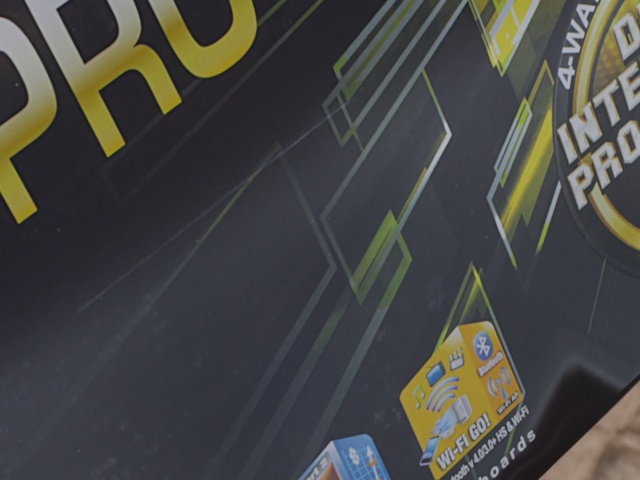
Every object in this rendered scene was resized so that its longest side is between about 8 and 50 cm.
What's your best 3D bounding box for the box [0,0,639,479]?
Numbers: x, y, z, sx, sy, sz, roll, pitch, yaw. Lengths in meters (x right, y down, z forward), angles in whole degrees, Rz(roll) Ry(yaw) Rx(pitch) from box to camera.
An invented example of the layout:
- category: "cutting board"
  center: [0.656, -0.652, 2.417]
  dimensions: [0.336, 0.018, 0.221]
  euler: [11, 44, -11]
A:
- category: "box"
  center: [-0.051, -0.047, 0.441]
  dimensions: [0.097, 0.395, 0.318]
  euler: [14, 136, 52]
